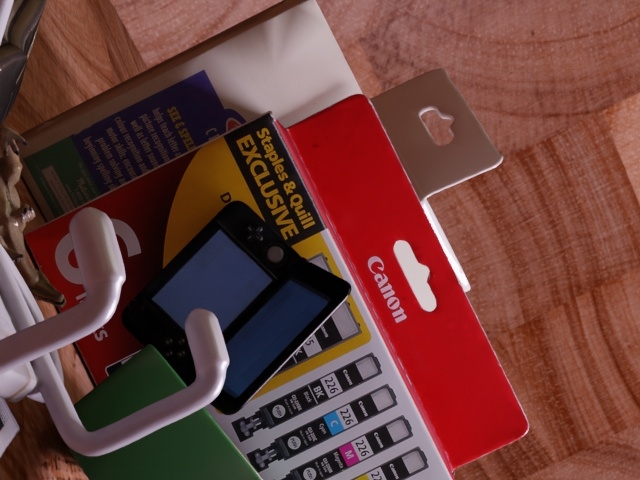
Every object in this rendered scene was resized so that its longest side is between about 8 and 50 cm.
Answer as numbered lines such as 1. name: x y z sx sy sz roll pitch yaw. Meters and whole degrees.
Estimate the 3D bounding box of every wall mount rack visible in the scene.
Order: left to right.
1. wall mount rack: -0.158 -0.061 0.778 0.304 0.130 0.350 63 2 16

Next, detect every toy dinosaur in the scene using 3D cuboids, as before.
1. toy dinosaur: -0.218 -0.040 1.131 0.092 0.053 0.183 113 -40 -73

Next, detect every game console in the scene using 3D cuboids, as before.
1. game console: -0.059 0.043 1.152 0.107 0.122 0.071 44 -12 2

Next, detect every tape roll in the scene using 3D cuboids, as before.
1. tape roll: -0.031 0.209 1.031 0.321 0.077 0.321 51 -7 8

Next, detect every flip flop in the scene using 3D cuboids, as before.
1. flip flop: -0.222 -0.100 1.017 0.080 0.112 0.277 23 25 -10

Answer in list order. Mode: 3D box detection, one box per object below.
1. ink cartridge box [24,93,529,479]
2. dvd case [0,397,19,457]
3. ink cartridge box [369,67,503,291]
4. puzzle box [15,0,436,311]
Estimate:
1. ink cartridge box: -0.024 0.072 1.261 0.309 0.272 0.130 63 2 1
2. dvd case: -0.200 0.037 0.727 0.179 0.029 0.239 63 2 -7
3. ink cartridge box: 0.000 0.000 1.560 0.119 0.353 0.207 62 3 -34
4. puzzle box: -0.038 0.034 1.387 0.409 0.272 0.052 63 2 -17
